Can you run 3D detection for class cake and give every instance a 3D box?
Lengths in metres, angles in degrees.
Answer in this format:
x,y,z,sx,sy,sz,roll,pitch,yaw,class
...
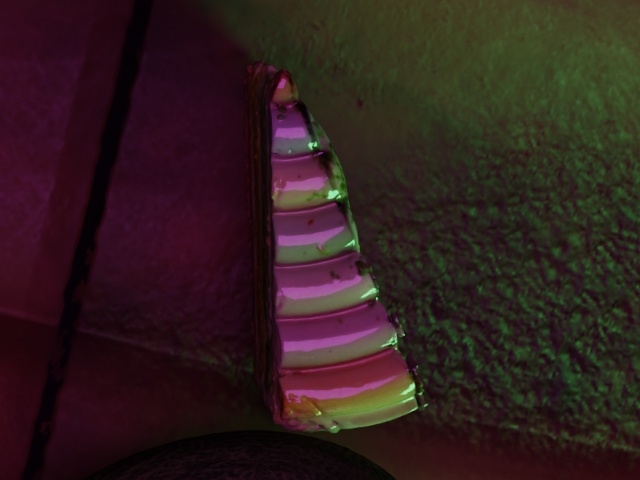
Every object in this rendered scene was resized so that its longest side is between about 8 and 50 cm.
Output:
x,y,z,sx,sy,sz,roll,pitch,yaw,class
-0.020,0.008,0.821,0.090,0.109,0.225,-21,99,-6,cake

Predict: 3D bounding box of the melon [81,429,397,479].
x,y,z,sx,sy,sz,roll,pitch,yaw,class
-0.074,0.242,0.770,0.329,0.248,0.248,-23,99,-3,melon
